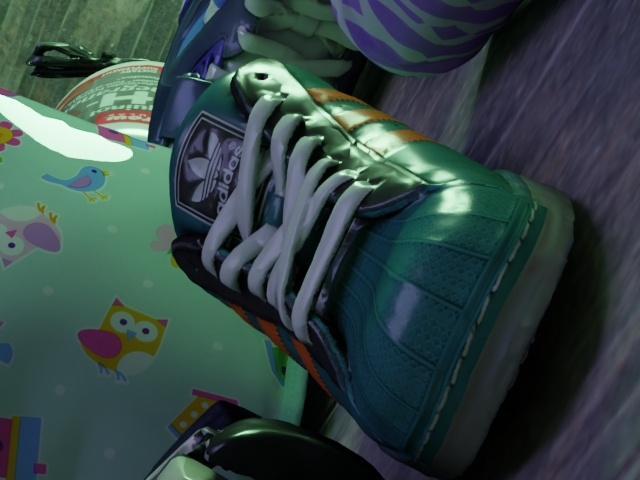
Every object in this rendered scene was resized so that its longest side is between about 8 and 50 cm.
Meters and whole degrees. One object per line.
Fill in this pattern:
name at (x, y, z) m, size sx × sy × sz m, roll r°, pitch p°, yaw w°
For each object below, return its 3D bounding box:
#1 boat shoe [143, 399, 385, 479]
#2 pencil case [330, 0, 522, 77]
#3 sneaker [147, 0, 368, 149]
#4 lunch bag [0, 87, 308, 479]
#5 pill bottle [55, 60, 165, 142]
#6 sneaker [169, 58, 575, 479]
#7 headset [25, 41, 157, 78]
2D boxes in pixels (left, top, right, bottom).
boat shoe at (-0.070, 0.209, 0.579) m, size 0.341 × 0.127 × 0.158 m, roll -59°, pitch 3°, yaw 3°
pencil case at (0.071, -0.144, 0.699) m, size 0.088 × 0.086 × 0.206 m, roll -33°, pitch -6°, yaw -28°
sneaker at (-0.010, -0.105, 0.991) m, size 0.323 × 0.130 × 0.236 m, roll 134°, pitch 147°, yaw -53°
lunch bag at (-0.121, 0.071, 0.824) m, size 0.262 × 0.223 × 0.160 m, roll -81°, pitch 11°, yaw -50°
pill bottle at (-0.136, -0.015, 1.261) m, size 0.318 × 0.176 × 0.176 m, roll -97°, pitch 31°, yaw -72°
sneaker at (0.000, 0.000, 0.621) m, size 0.302 × 0.121 × 0.108 m, roll -130°, pitch 63°, yaw -80°
headset at (-0.216, 0.022, 1.603) m, size 0.243 × 0.185 × 0.394 m, roll -134°, pitch 56°, yaw -80°
